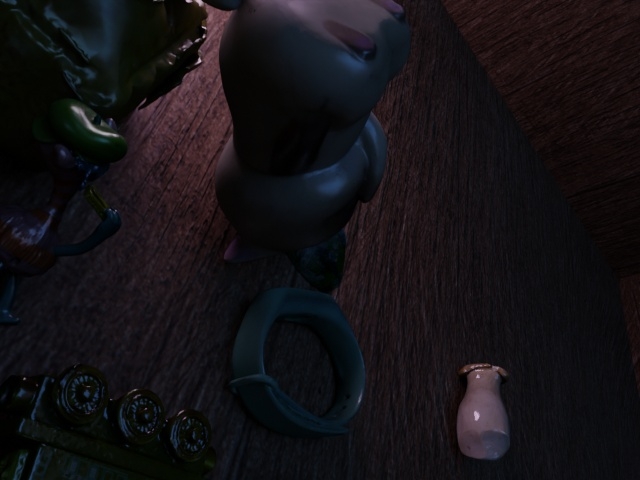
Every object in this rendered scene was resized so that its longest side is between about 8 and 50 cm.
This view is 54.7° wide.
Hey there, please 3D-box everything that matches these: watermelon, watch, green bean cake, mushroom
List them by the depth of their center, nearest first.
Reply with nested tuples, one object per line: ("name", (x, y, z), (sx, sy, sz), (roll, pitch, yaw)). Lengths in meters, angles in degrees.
("green bean cake", (-0.262, -0.262, 0.612), (0.310, 0.202, 0.285), (52, 34, -22))
("watch", (-0.027, 0.161, 0.817), (0.237, 0.068, 0.195), (20, 58, -53))
("watermelon", (-0.002, 0.007, 0.933), (0.080, 0.101, 0.155), (-22, 99, -68))
("mushroom", (0.303, 0.315, 1.153), (0.088, 0.097, 0.213), (44, 38, -14))

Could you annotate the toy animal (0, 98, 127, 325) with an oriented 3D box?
("toy animal", (-0.235, -0.014, 0.527), (0.103, 0.208, 0.100), (37, 2, -2))

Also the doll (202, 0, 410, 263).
("doll", (-0.019, -0.144, 0.738), (0.215, 0.225, 0.371), (-75, 171, -46))

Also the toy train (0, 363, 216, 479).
("toy train", (-0.188, 0.201, 0.544), (0.225, 0.090, 0.137), (37, 47, -37))
